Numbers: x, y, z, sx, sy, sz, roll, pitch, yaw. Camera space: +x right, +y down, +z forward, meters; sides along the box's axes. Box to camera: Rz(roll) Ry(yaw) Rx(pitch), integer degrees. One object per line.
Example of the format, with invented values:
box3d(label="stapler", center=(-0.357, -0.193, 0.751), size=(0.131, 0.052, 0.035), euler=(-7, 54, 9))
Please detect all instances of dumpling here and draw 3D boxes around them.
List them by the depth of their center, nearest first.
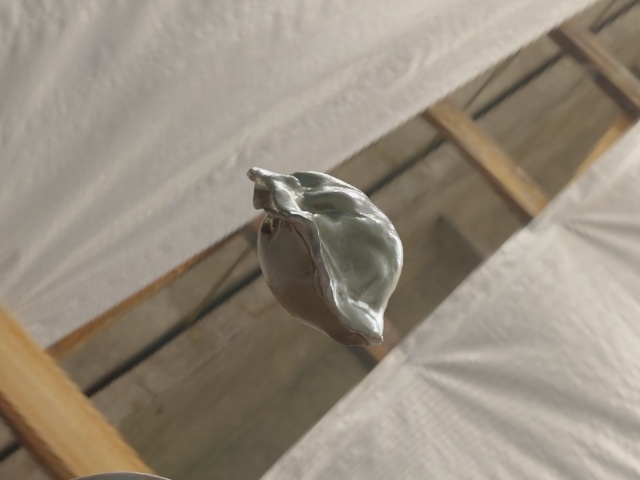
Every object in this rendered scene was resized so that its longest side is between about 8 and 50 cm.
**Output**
box3d(label="dumpling", center=(0.000, 0.000, 1.085), size=(0.127, 0.108, 0.188), euler=(58, -176, -46))

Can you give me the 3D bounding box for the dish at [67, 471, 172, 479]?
box3d(label="dish", center=(-0.142, 0.222, 0.781), size=(0.229, 0.081, 0.229), euler=(-6, -155, 3))
